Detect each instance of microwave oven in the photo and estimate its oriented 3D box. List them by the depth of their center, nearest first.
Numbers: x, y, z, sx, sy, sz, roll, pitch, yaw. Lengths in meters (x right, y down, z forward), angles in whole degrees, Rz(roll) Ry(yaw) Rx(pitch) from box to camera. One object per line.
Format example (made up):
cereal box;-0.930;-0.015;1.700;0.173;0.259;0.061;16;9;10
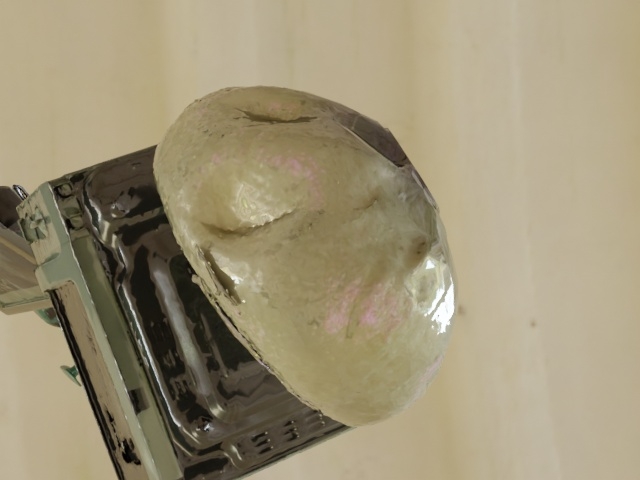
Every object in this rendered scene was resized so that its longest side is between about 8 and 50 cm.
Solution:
microwave oven;-0.112;0.062;1.366;0.237;0.295;0.181;-21;179;-20

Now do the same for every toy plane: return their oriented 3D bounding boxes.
toy plane;-0.323;0.063;1.856;0.106;0.381;0.155;-38;-147;-14

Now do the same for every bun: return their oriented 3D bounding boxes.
bun;0.003;0.004;1.083;0.168;0.273;0.273;-35;-155;3

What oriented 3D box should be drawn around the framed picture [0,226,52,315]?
framed picture;-0.385;-0.005;1.592;0.281;0.019;0.209;35;153;-28
